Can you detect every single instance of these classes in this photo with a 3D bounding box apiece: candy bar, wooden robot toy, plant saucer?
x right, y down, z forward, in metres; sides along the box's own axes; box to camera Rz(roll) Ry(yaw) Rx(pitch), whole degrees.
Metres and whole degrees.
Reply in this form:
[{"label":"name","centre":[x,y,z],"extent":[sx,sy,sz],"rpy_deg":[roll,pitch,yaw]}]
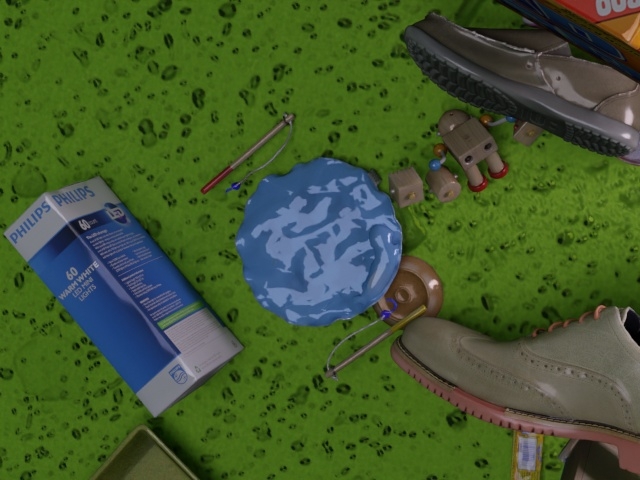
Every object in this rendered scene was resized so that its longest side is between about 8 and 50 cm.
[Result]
[{"label":"candy bar","centre":[0.219,0.259,1.661],"extent":[0.040,0.018,0.162],"rpy_deg":[5,101,14]},{"label":"wooden robot toy","centre":[0.142,-0.097,1.603],"extent":[0.173,0.076,0.079],"rpy_deg":[-31,48,-1]},{"label":"plant saucer","centre":[-0.189,0.330,1.800],"extent":[0.188,0.045,0.188],"rpy_deg":[44,110,6]},{"label":"plant saucer","centre":[0.090,0.058,1.669],"extent":[0.083,0.015,0.083],"rpy_deg":[4,102,18]}]

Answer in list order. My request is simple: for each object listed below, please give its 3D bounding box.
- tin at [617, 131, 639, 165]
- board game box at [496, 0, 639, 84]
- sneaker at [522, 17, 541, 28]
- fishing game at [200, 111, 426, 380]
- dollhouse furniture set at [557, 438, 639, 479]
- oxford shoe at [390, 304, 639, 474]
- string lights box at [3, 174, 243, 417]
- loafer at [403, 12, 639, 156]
[{"label":"tin","centre":[0.355,-0.152,1.527],"extent":[0.189,0.040,0.106],"rpy_deg":[-36,91,21]},{"label":"board game box","centre":[0.246,-0.357,1.286],"extent":[0.356,0.356,0.357],"rpy_deg":[35,98,24]},{"label":"sneaker","centre":[0.295,-0.286,1.496],"extent":[0.236,0.095,0.105],"rpy_deg":[-17,87,22]},{"label":"fishing game","centre":[0.000,0.000,1.677],"extent":[0.189,0.041,0.264],"rpy_deg":[-41,80,14]},{"label":"dollhouse furniture set","centre":[0.269,0.394,1.564],"extent":[0.286,0.198,0.303],"rpy_deg":[34,110,5]},{"label":"oxford shoe","centre":[0.259,0.124,1.548],"extent":[0.396,0.140,0.147],"rpy_deg":[15,104,25]},{"label":"string lights box","centre":[-0.213,0.056,1.709],"extent":[0.077,0.133,0.260],"rpy_deg":[-42,85,22]},{"label":"loafer","centre":[0.202,-0.166,1.517],"extent":[0.251,0.094,0.087],"rpy_deg":[25,80,1]}]
